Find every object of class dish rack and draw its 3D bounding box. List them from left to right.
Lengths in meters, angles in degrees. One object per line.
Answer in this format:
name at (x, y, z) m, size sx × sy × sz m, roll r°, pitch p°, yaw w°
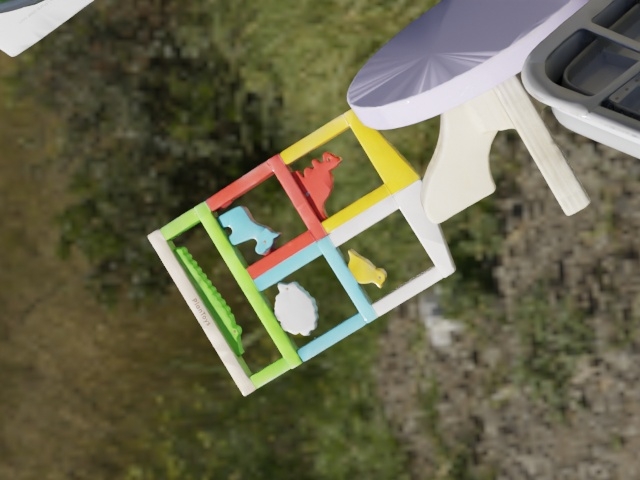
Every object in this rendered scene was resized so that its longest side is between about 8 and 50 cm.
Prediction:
dish rack at (0.351, -0.126, 1.305) m, size 0.333 × 0.285 × 0.072 m, roll 27°, pitch 147°, yaw 42°

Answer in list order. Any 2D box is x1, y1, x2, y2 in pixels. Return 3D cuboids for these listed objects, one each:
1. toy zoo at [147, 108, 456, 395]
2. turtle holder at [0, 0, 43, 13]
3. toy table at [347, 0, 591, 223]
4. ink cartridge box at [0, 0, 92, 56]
toy zoo at (0.000, 0.000, 1.740) m, size 0.192 × 0.293 × 0.030 m, roll 58°, pitch -173°, yaw 2°
turtle holder at (-0.200, -0.232, 0.907) m, size 0.227 × 0.320 × 0.243 m, roll 23°, pitch 98°, yaw 16°
toy table at (0.181, -0.141, 1.631) m, size 0.161 × 0.274 × 0.252 m, roll 56°, pitch -161°, yaw -27°
ink cartridge box at (-0.341, -0.318, 1.559) m, size 0.117 × 0.278 × 0.201 m, roll -34°, pitch 56°, yaw 15°
